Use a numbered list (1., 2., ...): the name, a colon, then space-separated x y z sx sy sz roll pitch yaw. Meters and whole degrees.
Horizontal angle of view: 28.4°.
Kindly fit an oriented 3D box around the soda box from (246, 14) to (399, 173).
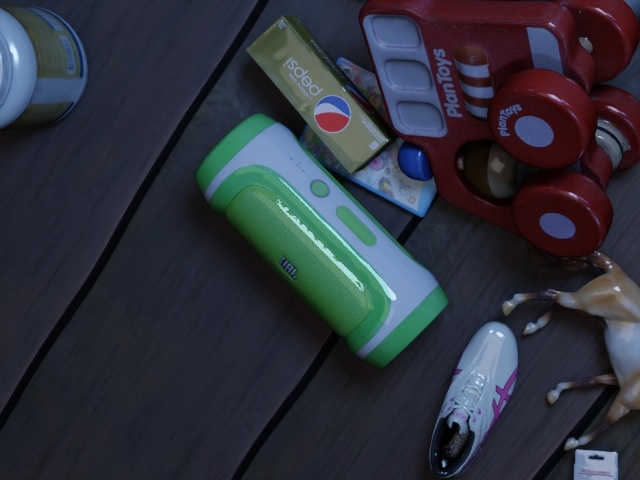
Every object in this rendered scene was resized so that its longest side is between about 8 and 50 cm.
1. soda box: 0.003 -0.161 1.388 0.058 0.061 0.181 -42 86 17

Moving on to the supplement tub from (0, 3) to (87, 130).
1. supplement tub: -0.364 -0.194 1.420 0.144 0.200 0.144 2 98 14

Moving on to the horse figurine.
1. horse figurine: 0.308 0.108 1.365 0.175 0.066 0.263 -22 94 22

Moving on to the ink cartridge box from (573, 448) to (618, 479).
1. ink cartridge box: 0.306 0.270 1.406 0.048 0.028 0.083 2 99 14

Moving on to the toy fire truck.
1. toy fire truck: 0.184 -0.123 1.287 0.254 0.169 0.302 10 141 30

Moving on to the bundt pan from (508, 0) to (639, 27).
1. bundt pan: 0.287 -0.361 1.275 0.331 0.124 0.330 2 98 15

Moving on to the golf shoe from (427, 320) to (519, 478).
1. golf shoe: 0.171 0.180 1.399 0.068 0.086 0.186 20 101 12

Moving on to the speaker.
1. speaker: 0.000 0.000 1.396 0.296 0.131 0.131 45 105 4

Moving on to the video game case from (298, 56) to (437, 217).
1. video game case: 0.069 -0.116 1.419 0.166 0.015 0.119 28 103 8
